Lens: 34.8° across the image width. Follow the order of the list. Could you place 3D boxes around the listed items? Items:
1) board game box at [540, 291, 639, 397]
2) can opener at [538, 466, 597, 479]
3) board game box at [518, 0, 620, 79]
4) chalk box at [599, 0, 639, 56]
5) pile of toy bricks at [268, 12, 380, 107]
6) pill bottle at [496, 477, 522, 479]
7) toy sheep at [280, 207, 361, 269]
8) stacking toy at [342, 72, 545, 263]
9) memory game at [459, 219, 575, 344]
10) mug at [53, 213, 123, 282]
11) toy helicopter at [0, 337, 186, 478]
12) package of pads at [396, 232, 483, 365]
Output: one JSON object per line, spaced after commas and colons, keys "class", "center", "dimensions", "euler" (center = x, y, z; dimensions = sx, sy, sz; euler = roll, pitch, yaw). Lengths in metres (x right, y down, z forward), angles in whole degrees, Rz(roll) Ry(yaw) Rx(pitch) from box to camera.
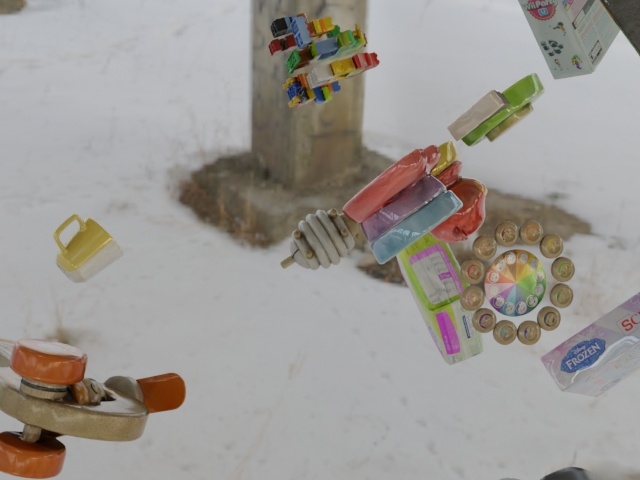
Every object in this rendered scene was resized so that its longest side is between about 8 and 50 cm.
{"class": "board game box", "center": [0.530, 0.137, 1.632], "dimensions": [0.066, 0.318, 0.319], "euler": [59, 15, 22]}
{"class": "can opener", "center": [0.348, 0.330, 1.225], "dimensions": [0.283, 0.095, 0.076], "euler": [15, 36, -35]}
{"class": "board game box", "center": [0.501, -0.519, 2.081], "dimensions": [0.097, 0.303, 0.224], "euler": [-3, 39, 44]}
{"class": "chalk box", "center": [0.363, -0.307, 1.006], "dimensions": [0.180, 0.289, 0.179], "euler": [-32, 12, 37]}
{"class": "pile of toy bricks", "center": [0.012, -0.233, 1.250], "dimensions": [0.105, 0.118, 0.212], "euler": [-19, 1, -12]}
{"class": "pill bottle", "center": [0.395, 0.586, 2.088], "dimensions": [0.108, 0.108, 0.180], "euler": [3, 33, 0]}
{"class": "toy sheep", "center": [0.000, 0.000, 1.439], "dimensions": [0.132, 0.091, 0.091], "euler": [-27, 27, -2]}
{"class": "stacking toy", "center": [0.193, -0.079, 1.339], "dimensions": [0.130, 0.279, 0.309], "euler": [54, 28, 3]}
{"class": "memory game", "center": [0.285, 0.061, 1.469], "dimensions": [0.186, 0.186, 0.012], "euler": [-4, 6, -15]}
{"class": "mug", "center": [-0.281, 0.011, 1.196], "dimensions": [0.064, 0.078, 0.062], "euler": [-46, 14, -18]}
{"class": "toy helicopter", "center": [-0.329, 0.177, 1.274], "dimensions": [0.235, 0.140, 0.355], "euler": [11, 3, -40]}
{"class": "package of pads", "center": [0.228, 0.075, 2.090], "dimensions": [0.101, 0.229, 0.296], "euler": [-23, 51, 0]}
